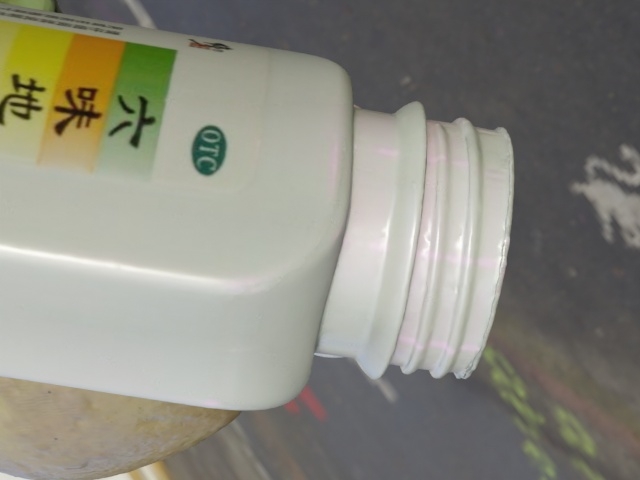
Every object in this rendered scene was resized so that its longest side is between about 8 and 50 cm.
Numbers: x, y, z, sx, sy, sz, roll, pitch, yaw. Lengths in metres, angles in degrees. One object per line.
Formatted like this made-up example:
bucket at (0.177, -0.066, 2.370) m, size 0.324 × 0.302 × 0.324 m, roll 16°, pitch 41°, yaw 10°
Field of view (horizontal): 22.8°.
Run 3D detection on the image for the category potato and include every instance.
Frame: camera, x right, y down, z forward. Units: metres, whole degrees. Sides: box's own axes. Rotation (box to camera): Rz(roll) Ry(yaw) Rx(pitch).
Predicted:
potato at (-0.180, 0.096, 1.096) m, size 0.264 × 0.211 × 0.189 m, roll 11°, pitch 98°, yaw 41°

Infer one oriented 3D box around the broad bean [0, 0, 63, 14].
broad bean at (-0.272, -0.122, 1.047) m, size 0.100 × 0.228 × 0.169 m, roll 83°, pitch -168°, yaw -74°

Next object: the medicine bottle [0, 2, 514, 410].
medicine bottle at (-0.089, -0.020, 0.654) m, size 0.179 × 0.324 × 0.124 m, roll -86°, pitch 8°, yaw -55°

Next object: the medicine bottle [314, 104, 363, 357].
medicine bottle at (0.000, 0.000, 1.256) m, size 0.147 × 0.147 × 0.247 m, roll 49°, pitch 167°, yaw 25°
